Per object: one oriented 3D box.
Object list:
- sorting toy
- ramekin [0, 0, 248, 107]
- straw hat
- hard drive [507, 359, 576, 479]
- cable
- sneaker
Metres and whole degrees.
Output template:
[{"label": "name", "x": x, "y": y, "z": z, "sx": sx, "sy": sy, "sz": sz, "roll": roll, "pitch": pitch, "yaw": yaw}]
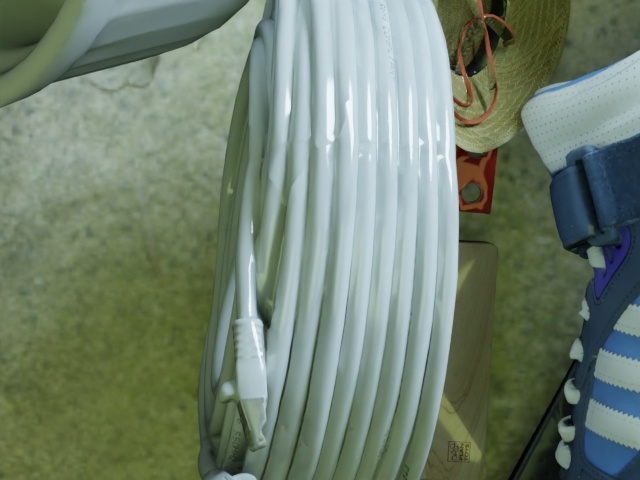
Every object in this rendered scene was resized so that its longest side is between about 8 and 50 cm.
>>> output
[{"label": "sorting toy", "x": 0.028, "y": 0.053, "z": 0.825, "sx": 0.132, "sy": 0.046, "sz": 0.275, "roll": 2, "pitch": 97, "yaw": -1}, {"label": "ramekin", "x": -0.131, "y": -0.202, "z": 0.666, "sx": 0.277, "sy": 0.135, "sz": 0.277, "roll": 12, "pitch": 109, "yaw": 40}, {"label": "straw hat", "x": 0.069, "y": -0.121, "z": 0.779, "sx": 0.061, "sy": 0.144, "sz": 0.145, "roll": 10, "pitch": 107, "yaw": 41}, {"label": "hard drive", "x": 0.237, "y": 0.153, "z": 0.848, "sx": 0.254, "sy": 0.054, "sz": 0.172, "roll": 25, "pitch": 101, "yaw": -5}, {"label": "cable", "x": 0.000, "y": 0.000, "z": 0.669, "sx": 0.089, "sy": 0.257, "sz": 0.257, "roll": 7, "pitch": 83, "yaw": -6}, {"label": "sneaker", "x": 0.170, "y": 0.031, "z": 0.756, "sx": 0.130, "sy": 0.236, "sz": 0.323, "roll": -4, "pitch": 138, "yaw": -35}]
